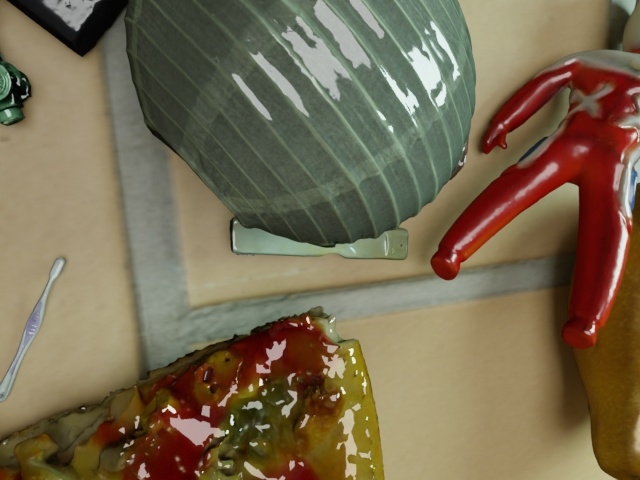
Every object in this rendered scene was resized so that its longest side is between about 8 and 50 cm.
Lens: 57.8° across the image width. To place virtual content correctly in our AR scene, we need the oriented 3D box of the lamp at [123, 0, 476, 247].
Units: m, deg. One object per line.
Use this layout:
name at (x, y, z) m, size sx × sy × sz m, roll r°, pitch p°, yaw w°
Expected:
lamp at (-0.002, -0.119, 0.412) m, size 0.233 × 0.233 × 0.265 m, roll -42°, pitch 96°, yaw -7°

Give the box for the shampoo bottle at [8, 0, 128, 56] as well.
shampoo bottle at (-0.274, -0.272, 0.408) m, size 0.309 × 0.071 × 0.098 m, roll 37°, pitch 88°, yaw -13°

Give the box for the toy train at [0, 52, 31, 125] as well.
toy train at (-0.272, -0.140, 0.432) m, size 0.081 × 0.050 × 0.122 m, roll -20°, pitch 101°, yaw -7°

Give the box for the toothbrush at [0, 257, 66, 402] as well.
toothbrush at (-0.241, 0.074, 0.480) m, size 0.011 × 0.013 × 0.131 m, roll 24°, pitch 90°, yaw -6°

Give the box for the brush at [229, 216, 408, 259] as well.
brush at (0.000, 0.000, 0.531) m, size 0.178 × 0.030 × 0.033 m, roll 3°, pitch 88°, yaw -26°

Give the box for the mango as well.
mango at (0.327, 0.084, 0.580) m, size 0.177 × 0.120 × 0.295 m, roll 6°, pitch 96°, yaw -23°

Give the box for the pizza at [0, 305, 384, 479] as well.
pizza at (-0.159, 0.253, 0.436) m, size 0.406 × 0.130 × 0.440 m, roll 8°, pitch 94°, yaw -2°

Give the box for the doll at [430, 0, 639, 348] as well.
doll at (0.259, -0.100, 0.533) m, size 0.188 × 0.099 × 0.384 m, roll 31°, pitch 81°, yaw 22°
